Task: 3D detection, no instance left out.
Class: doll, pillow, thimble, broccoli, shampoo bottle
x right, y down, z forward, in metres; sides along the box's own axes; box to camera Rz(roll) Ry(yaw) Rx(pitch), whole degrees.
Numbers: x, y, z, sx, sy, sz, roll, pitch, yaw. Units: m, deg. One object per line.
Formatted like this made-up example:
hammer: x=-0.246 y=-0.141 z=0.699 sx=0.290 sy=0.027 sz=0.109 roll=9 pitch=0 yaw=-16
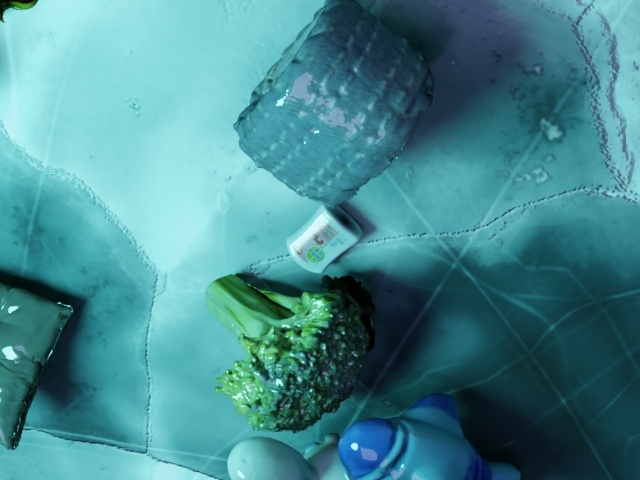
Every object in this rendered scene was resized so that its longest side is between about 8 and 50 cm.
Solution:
doll: x=0.087 y=0.325 z=1.606 sx=0.365 sy=0.376 sz=0.187 roll=-13 pitch=80 yaw=10
pillow: x=-0.551 y=0.150 z=1.685 sx=0.326 sy=0.101 sz=0.228 roll=20 pitch=82 yaw=1
thimble: x=0.016 y=-0.161 z=1.377 sx=0.172 sy=0.205 sz=0.236 roll=38 pitch=122 yaw=-10
broccoli: x=-0.049 y=0.132 z=1.582 sx=0.243 sy=0.263 sz=0.247 roll=38 pitch=87 yaw=20
shampoo bottle: x=0.000 y=0.000 z=1.558 sx=0.072 sy=0.043 sz=0.099 roll=42 pitch=118 yaw=-10

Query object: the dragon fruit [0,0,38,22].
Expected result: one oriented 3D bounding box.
dragon fruit: x=-0.441 y=-0.333 z=1.455 sx=0.174 sy=0.138 sz=0.142 roll=-10 pitch=160 yaw=-13
